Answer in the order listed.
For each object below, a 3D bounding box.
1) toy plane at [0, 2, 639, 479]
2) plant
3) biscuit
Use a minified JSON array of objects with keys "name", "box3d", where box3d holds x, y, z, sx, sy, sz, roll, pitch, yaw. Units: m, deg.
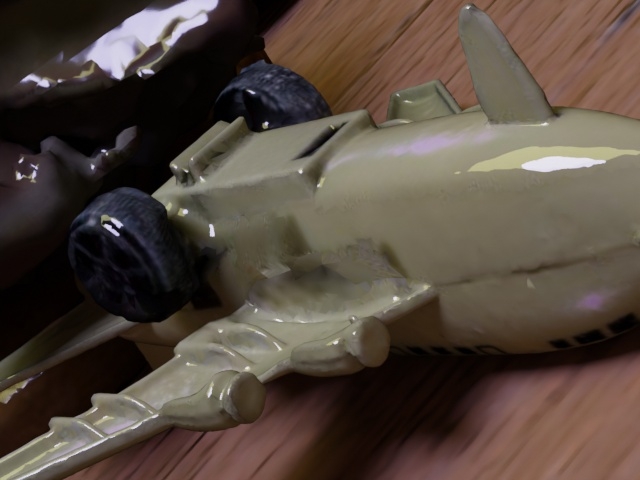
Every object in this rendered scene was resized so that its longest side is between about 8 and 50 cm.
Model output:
[{"name":"toy plane","box3d":[0.000,0.000,0.396,0.244,0.092,0.229,-18,20,47]},{"name":"plant","box3d":[-0.132,-0.071,0.482,0.204,0.178,0.234,-44,13,-23]},{"name":"biscuit","box3d":[-0.126,0.001,0.629,0.257,0.049,0.273,-50,27,-18]}]
